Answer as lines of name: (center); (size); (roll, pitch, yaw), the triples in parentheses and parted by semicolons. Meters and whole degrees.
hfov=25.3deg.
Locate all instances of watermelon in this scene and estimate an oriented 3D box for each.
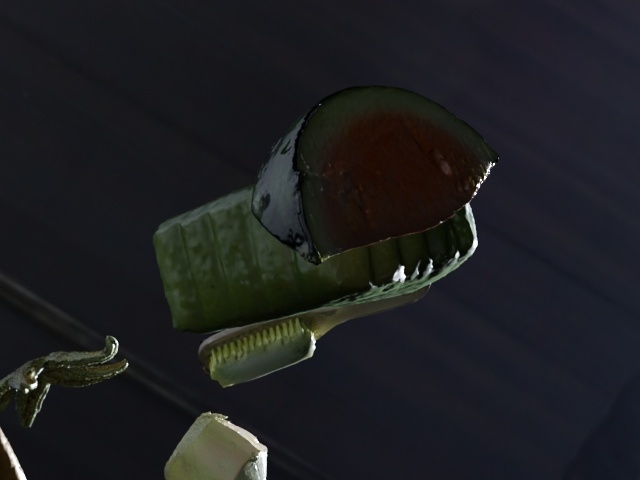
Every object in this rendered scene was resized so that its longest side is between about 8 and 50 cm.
watermelon: (0.033, -0.047, 0.983); (0.245, 0.119, 0.063); (-27, 160, -52)

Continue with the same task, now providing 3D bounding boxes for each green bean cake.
green bean cake: (0.000, 0.000, 1.268); (0.248, 0.124, 0.222); (-14, 175, 42)

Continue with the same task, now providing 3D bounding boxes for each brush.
brush: (-0.001, 0.115, 1.802); (0.067, 0.313, 0.072); (-114, -176, -49)

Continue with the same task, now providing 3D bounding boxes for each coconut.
coconut: (-0.125, 0.287, 1.809); (0.116, 0.122, 0.116); (-55, 176, -5)

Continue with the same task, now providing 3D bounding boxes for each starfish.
starfish: (-0.285, 0.151, 1.546); (0.176, 0.053, 0.208); (-4, 161, -42)

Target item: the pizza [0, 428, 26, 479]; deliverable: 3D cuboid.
pizza: (-0.282, 0.175, 1.027); (0.036, 0.176, 0.184); (-52, 158, -53)
